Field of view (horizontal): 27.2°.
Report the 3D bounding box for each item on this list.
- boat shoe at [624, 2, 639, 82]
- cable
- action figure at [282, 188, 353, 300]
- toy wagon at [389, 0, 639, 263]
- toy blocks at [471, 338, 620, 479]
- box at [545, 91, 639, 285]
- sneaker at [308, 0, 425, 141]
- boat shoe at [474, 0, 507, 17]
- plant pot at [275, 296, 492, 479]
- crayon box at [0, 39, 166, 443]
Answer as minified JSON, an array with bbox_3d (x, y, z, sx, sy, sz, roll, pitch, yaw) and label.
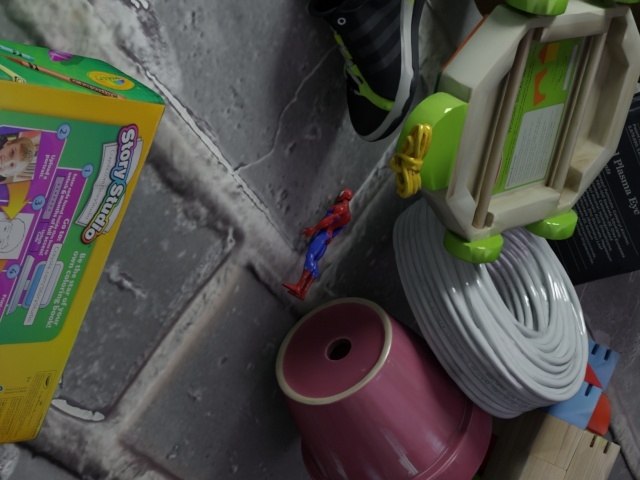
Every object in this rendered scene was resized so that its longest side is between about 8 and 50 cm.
[{"bbox_3d":[0.381,-0.316,1.489,0.302,0.109,0.098,78,12,-49],"label":"boat shoe"},{"bbox_3d":[0.177,0.057,1.366,0.257,0.089,0.257,46,33,-24],"label":"cable"},{"bbox_3d":[0.000,0.000,1.271,0.115,0.030,0.038,-58,155,-11],"label":"action figure"},{"bbox_3d":[0.175,-0.111,1.209,0.344,0.068,0.267,-15,127,-41],"label":"toy wagon"},{"bbox_3d":[0.248,0.210,1.558,0.261,0.190,0.381,-66,-168,-3],"label":"toy blocks"},{"bbox_3d":[0.458,-0.107,1.529,0.343,0.312,0.179,-25,93,-42],"label":"box"},{"bbox_3d":[0.030,-0.191,1.123,0.097,0.084,0.235,-9,127,-23],"label":"sneaker"},{"bbox_3d":[0.198,-0.322,1.204,0.096,0.098,0.277,-33,140,-35],"label":"boat shoe"},{"bbox_3d":[0.050,0.160,1.346,0.201,0.201,0.180,-50,133,-15],"label":"plant pot"},{"bbox_3d":[-0.229,0.008,0.893,0.165,0.081,0.278,2,115,-56],"label":"crayon box"}]
